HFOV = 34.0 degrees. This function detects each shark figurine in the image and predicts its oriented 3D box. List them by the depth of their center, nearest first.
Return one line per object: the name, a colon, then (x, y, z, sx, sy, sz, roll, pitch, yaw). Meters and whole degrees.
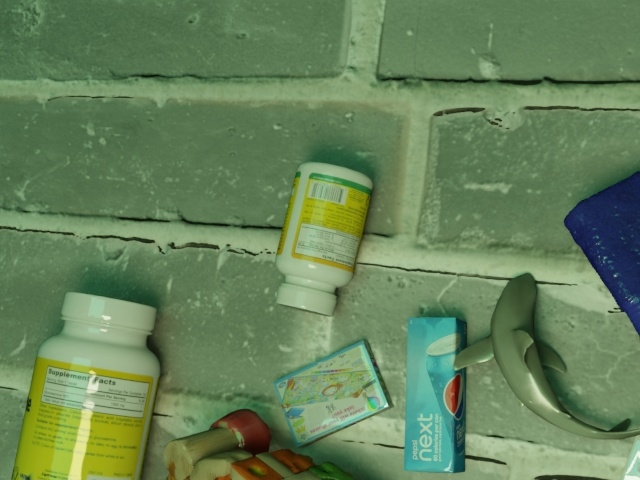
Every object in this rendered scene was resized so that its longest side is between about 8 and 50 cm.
shark figurine: (0.287, 0.167, 1.350, 0.166, 0.116, 0.278, -25, 62, -16)

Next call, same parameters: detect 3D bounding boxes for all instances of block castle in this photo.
block castle: (-0.031, 0.454, 1.391, 0.453, 0.213, 0.303, 31, 109, 30)

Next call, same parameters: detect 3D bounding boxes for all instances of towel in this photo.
towel: (0.478, 0.043, 1.327, 0.227, 0.076, 0.308, -27, 63, -1)

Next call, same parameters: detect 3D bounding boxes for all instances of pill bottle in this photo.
pill bottle: (0.000, 0.000, 1.520, 0.117, 0.117, 0.208, 10, 83, 23)
pill bottle: (-0.345, 0.253, 1.571, 0.188, 0.188, 0.334, 7, 82, 23)

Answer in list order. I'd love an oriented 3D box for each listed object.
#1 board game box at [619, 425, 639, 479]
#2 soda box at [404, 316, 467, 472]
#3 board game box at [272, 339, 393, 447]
board game box: (0.547, 0.379, 1.266, 0.390, 0.050, 0.390, 20, 87, 24)
soda box: (0.160, 0.212, 1.443, 0.071, 0.067, 0.210, -2, 80, 22)
board game box: (0.017, 0.224, 1.519, 0.154, 0.026, 0.103, -26, 71, 15)
